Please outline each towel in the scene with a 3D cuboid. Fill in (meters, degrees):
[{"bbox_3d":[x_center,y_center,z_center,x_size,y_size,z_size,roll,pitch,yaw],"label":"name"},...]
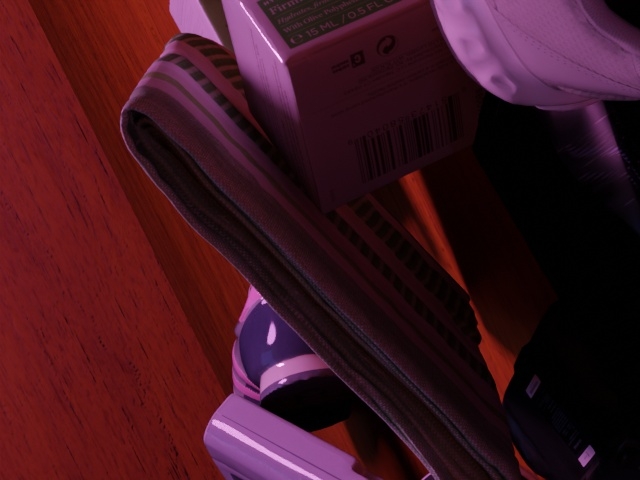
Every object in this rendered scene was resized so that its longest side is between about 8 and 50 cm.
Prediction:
[{"bbox_3d":[0.000,0.000,0.857,0.248,0.038,0.325,47,-171,-11],"label":"towel"}]

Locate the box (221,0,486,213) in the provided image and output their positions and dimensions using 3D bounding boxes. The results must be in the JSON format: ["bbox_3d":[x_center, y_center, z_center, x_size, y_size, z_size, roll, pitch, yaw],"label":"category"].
[{"bbox_3d":[0.018,-0.089,0.788,0.087,0.101,0.102,56,167,41],"label":"box"}]

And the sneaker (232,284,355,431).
[{"bbox_3d":[-0.030,0.106,1.575,0.319,0.112,0.131,117,141,-70],"label":"sneaker"}]

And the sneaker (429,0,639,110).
[{"bbox_3d":[0.059,-0.153,0.492,0.262,0.099,0.121,58,164,-22],"label":"sneaker"}]

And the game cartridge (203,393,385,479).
[{"bbox_3d":[0.009,0.248,1.519,0.196,0.060,0.294,29,161,35],"label":"game cartridge"}]

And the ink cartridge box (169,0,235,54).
[{"bbox_3d":[-0.024,-0.092,1.106,0.209,0.062,0.109,62,170,7],"label":"ink cartridge box"}]

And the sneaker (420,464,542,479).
[{"bbox_3d":[0.133,0.291,0.947,0.366,0.137,0.210,65,-171,13],"label":"sneaker"}]

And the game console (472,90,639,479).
[{"bbox_3d":[0.129,0.055,0.775,0.213,0.044,0.361,62,169,17],"label":"game console"}]
